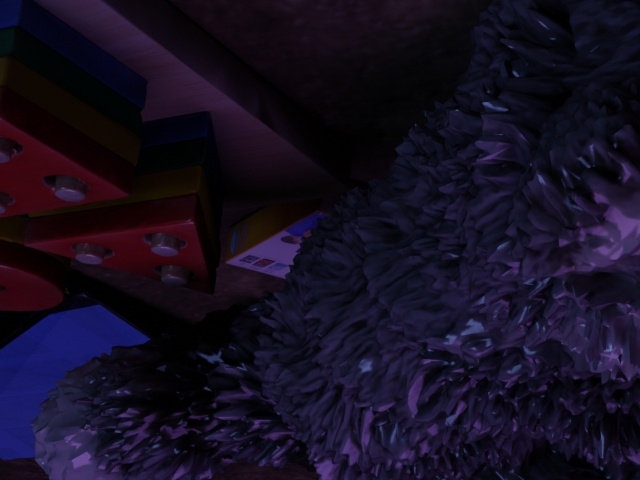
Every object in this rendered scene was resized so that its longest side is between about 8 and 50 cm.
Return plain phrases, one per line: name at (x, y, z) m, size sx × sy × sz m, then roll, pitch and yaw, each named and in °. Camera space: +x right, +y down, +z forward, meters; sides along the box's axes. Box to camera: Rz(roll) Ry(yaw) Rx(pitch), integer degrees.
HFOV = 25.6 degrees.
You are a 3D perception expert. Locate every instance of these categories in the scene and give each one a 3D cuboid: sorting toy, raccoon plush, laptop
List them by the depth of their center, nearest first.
raccoon plush at (0.017, 0.032, 0.592) m, size 0.447 × 0.216 × 0.299 m, roll -23°, pitch 147°, yaw 12°
sorting toy at (-0.158, -0.037, 0.728) m, size 0.257 × 0.089 × 0.255 m, roll -7°, pitch 156°, yaw 31°
laptop at (-0.310, 0.174, 1.114) m, size 0.382 × 0.408 × 0.236 m, roll -11°, pitch 109°, yaw 37°

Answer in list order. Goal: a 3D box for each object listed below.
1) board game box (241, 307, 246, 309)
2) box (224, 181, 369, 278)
board game box at (-0.026, 0.107, 1.150) m, size 0.124 × 0.039 × 0.259 m, roll 8°, pitch 161°, yaw -8°
box at (0.000, 0.000, 0.871) m, size 0.081 × 0.028 × 0.136 m, roll 16°, pitch 155°, yaw -26°
